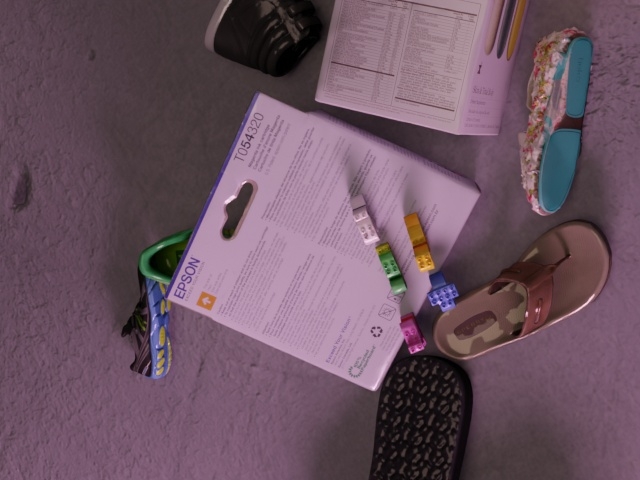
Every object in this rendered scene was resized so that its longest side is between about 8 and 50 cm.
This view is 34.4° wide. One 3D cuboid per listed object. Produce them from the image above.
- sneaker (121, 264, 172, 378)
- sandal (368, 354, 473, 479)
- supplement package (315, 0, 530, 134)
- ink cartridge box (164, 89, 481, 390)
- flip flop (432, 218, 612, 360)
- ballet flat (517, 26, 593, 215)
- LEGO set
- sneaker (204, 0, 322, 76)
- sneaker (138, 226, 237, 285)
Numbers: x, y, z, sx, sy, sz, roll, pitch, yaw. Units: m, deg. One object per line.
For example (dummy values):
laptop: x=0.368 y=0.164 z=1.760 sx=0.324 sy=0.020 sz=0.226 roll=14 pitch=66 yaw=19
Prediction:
sneaker: x=-0.276 y=0.124 z=1.612 sx=0.078 sy=0.067 sz=0.188 roll=4 pitch=100 yaw=17
sandal: x=0.131 y=0.384 z=1.448 sx=0.167 sy=0.107 sz=0.446 roll=14 pitch=88 yaw=28
supplement package: x=0.143 y=-0.282 z=1.315 sx=0.198 sy=0.199 sz=0.263 roll=16 pitch=101 yaw=21
ink cartridge box: x=0.000 y=0.000 z=1.413 sx=0.330 sy=0.071 sz=0.324 roll=25 pitch=106 yaw=-5
flip flop: x=0.260 y=0.075 z=1.363 sx=0.277 sy=0.080 sz=0.112 roll=-33 pitch=82 yaw=23
ballet flat: x=0.297 y=-0.155 z=1.336 sx=0.077 sy=0.091 sz=0.241 roll=19 pitch=100 yaw=52
LEGO set: x=0.119 y=0.043 z=1.340 sx=0.087 sy=0.093 sz=0.227 roll=-23 pitch=105 yaw=8
sneaker: x=-0.041 y=-0.364 z=1.447 sx=0.146 sy=0.104 sz=0.296 roll=34 pitch=113 yaw=15
sneaker: x=-0.131 y=0.028 z=1.507 sx=0.295 sy=0.123 sz=0.110 roll=-10 pitch=92 yaw=21
